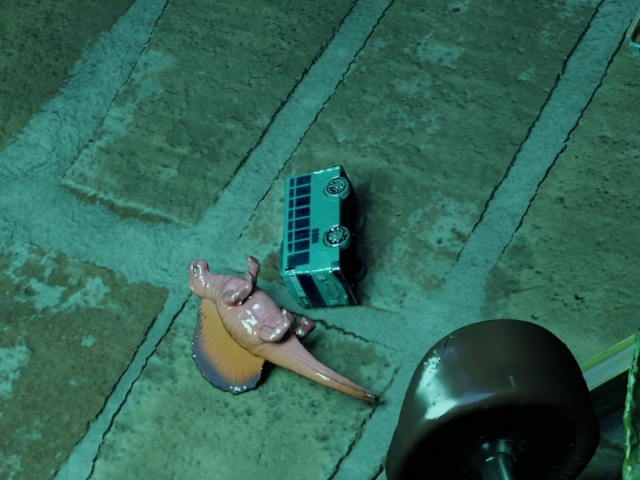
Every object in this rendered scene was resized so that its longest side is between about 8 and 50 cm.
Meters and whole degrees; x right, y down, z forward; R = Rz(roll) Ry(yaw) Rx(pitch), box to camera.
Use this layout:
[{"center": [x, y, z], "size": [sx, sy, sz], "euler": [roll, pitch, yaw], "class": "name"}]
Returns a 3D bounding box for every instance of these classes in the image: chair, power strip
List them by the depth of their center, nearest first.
[{"center": [0.193, 0.290, 1.604], "size": [0.227, 0.226, 0.401], "euler": [-20, 49, 7], "class": "chair"}, {"center": [0.335, 0.125, 1.778], "size": [0.305, 0.064, 0.044], "euler": [-30, 51, -2], "class": "power strip"}]

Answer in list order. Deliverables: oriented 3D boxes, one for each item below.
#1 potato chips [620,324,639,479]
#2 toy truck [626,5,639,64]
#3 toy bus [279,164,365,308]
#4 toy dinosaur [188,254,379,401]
[{"center": [0.466, 0.222, 1.626], "size": [0.359, 0.070, 0.429], "euler": [1, 58, 8], "class": "potato chips"}, {"center": [0.506, -0.221, 1.934], "size": [0.305, 0.136, 0.162], "euler": [20, 71, 36], "class": "toy truck"}, {"center": [0.000, 0.000, 2.006], "size": [0.092, 0.079, 0.160], "euler": [-11, 50, 14], "class": "toy bus"}, {"center": [-0.070, 0.131, 1.942], "size": [0.286, 0.070, 0.139], "euler": [45, 103, 26], "class": "toy dinosaur"}]
